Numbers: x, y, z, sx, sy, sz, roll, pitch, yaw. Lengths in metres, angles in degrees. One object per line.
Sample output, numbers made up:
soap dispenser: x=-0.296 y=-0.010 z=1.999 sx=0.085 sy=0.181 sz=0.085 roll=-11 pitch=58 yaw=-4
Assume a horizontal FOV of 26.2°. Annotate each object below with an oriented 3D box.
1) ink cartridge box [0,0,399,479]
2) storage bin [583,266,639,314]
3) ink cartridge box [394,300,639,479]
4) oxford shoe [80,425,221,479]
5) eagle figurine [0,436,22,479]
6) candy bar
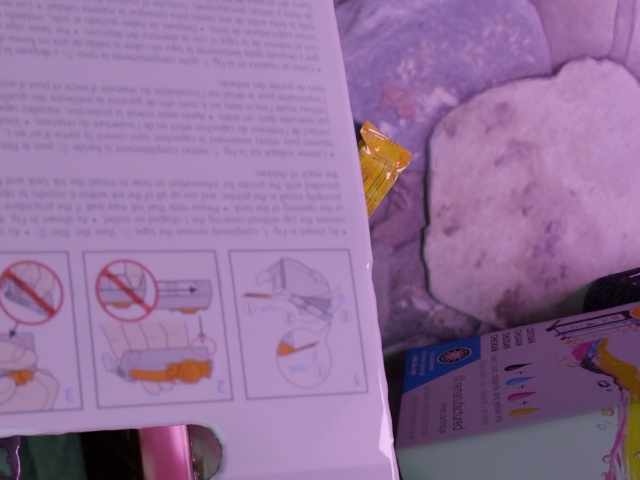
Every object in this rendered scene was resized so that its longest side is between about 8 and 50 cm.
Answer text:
ink cartridge box: x=-0.134 y=-0.034 z=0.659 sx=0.308 sy=0.091 sz=0.385 roll=0 pitch=73 yaw=-27
storage bin: x=0.264 y=0.109 z=0.963 sx=0.122 sy=0.084 sz=0.180 roll=-14 pitch=105 yaw=-23
ink cartridge box: x=0.179 y=0.143 z=0.824 sx=0.232 sy=0.171 sz=0.168 roll=-13 pitch=103 yaw=9
oxford shoe: x=-0.048 y=0.212 z=0.808 sx=0.130 sy=0.123 sz=0.348 roll=-13 pitch=105 yaw=-29
eagle figurine: x=-0.255 y=0.107 z=0.654 sx=0.225 sy=0.226 sz=0.298 roll=5 pitch=102 yaw=-6
candy bar: x=0.000 y=0.000 z=0.853 sx=0.040 sy=0.018 sz=0.161 roll=38 pitch=82 yaw=-22
